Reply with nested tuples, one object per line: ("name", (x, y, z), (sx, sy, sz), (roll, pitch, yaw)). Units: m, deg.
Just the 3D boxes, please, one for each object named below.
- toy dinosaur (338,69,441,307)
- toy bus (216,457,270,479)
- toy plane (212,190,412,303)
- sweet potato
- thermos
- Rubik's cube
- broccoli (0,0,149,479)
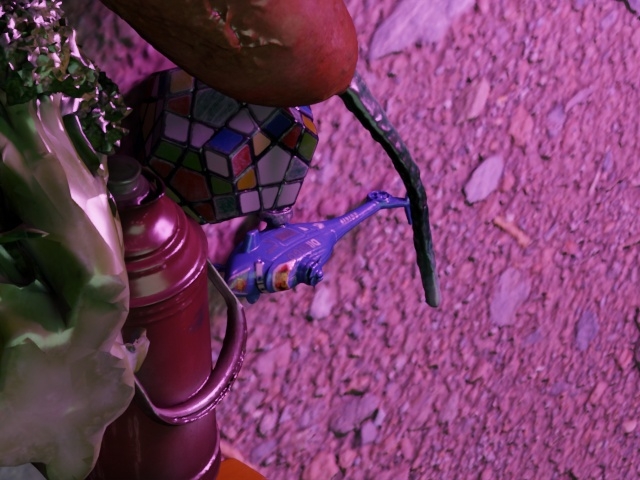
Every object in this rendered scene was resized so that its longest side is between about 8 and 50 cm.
("toy dinosaur", (-0.010, -0.145, 1.090), (0.076, 0.129, 0.383), (-29, 117, 21))
("toy bus", (-0.107, 0.222, 1.222), (0.201, 0.098, 0.114), (-19, 124, -36))
("toy plane", (0.000, 0.000, 1.228), (0.167, 0.062, 0.054), (-30, 131, -41))
("sweet potato", (-0.116, -0.178, 0.923), (0.385, 0.109, 0.109), (34, 88, -30))
("thermos", (-0.110, 0.046, 1.100), (0.099, 0.124, 0.232), (-52, 152, -41))
("Rubik's cube", (-0.055, -0.059, 1.115), (0.111, 0.093, 0.111), (-20, 124, -33))
("broccoli", (-0.190, 0.000, 0.913), (0.265, 0.245, 0.294), (-30, 142, -29))
